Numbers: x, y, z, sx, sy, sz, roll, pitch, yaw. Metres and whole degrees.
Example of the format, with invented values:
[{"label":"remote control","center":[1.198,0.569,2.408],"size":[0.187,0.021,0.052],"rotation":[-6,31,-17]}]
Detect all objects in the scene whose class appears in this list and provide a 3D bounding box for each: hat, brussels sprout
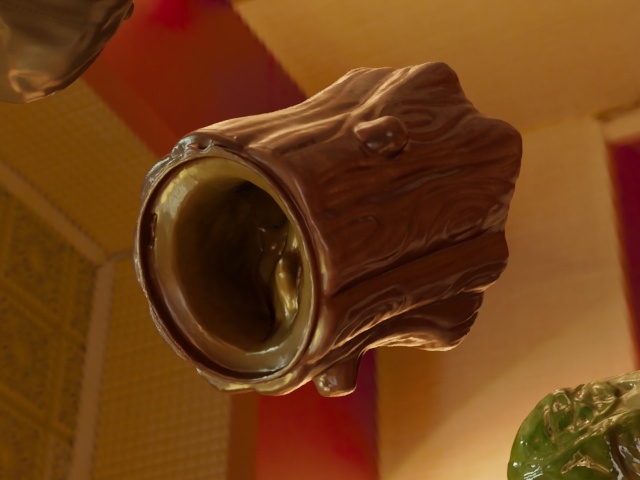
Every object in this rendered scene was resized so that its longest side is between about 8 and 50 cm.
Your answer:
[{"label":"hat","center":[-0.152,-0.111,0.641],"size":[0.144,0.166,0.173],"rotation":[22,-152,-18]},{"label":"brussels sprout","center":[0.255,0.201,1.197],"size":[0.144,0.181,0.161],"rotation":[23,-140,-51]}]

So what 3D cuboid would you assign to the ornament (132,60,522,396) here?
[{"label":"ornament","center":[0.000,0.000,0.970],"size":[0.217,0.235,0.221],"rotation":[-21,-81,-50]}]
